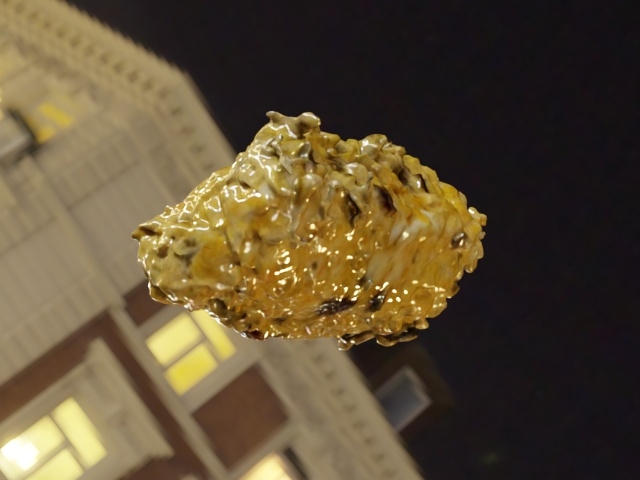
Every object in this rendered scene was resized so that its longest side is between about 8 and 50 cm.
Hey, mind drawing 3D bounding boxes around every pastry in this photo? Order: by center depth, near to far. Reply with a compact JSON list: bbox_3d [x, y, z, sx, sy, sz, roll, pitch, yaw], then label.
[{"bbox_3d":[0.000,0.000,0.647,0.056,0.080,0.140,47,13,31],"label":"pastry"}]
